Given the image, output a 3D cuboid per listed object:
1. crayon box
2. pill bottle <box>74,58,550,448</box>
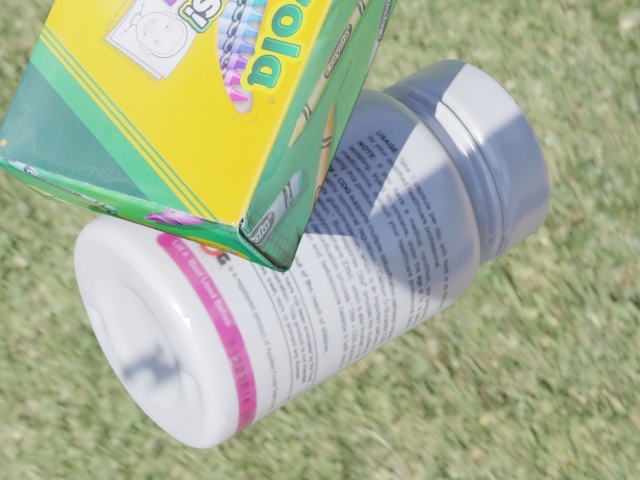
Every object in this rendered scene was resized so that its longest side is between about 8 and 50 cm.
[{"bbox_3d":[-0.051,-0.138,1.124,0.165,0.081,0.278,17,78,24],"label":"crayon box"},{"bbox_3d":[0.000,0.000,1.274,0.283,0.160,0.160,-29,59,-25],"label":"pill bottle"}]
